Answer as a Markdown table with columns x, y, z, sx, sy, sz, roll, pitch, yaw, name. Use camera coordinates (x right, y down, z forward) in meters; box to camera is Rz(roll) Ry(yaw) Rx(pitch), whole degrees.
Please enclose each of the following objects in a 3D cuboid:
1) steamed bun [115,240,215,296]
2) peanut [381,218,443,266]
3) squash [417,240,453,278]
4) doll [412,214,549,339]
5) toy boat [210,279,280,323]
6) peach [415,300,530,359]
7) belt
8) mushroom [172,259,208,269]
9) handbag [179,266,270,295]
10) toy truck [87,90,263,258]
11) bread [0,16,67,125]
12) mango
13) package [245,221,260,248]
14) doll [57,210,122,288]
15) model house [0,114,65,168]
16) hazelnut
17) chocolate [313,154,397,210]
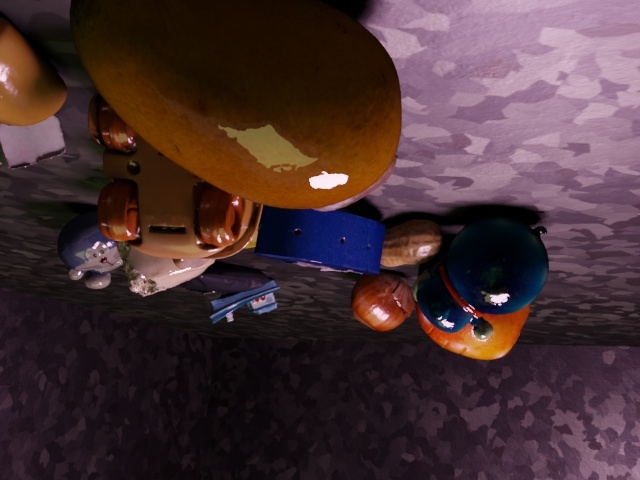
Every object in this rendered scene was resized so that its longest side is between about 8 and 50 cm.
| x | y | z | sx | sy | sz | roll | pitch | yaw | name |
| --- | --- | --- | --- | --- | --- | --- | --- | --- | --- |
| -0.337 | -0.011 | 1.598 | 0.200 | 0.225 | 0.170 | -20 | -178 | 33 | steamed bun |
| 0.186 | 0.010 | 1.729 | 0.108 | 0.095 | 0.226 | 13 | 165 | -27 | peanut |
| 0.317 | 0.087 | 1.813 | 0.193 | 0.193 | 0.155 | 7 | 138 | -5 | squash |
| 0.327 | 0.076 | 1.620 | 0.322 | 0.198 | 0.186 | -47 | 175 | 23 | doll |
| -0.236 | 0.198 | 2.474 | 0.238 | 0.098 | 0.109 | -19 | -175 | -29 | toy boat |
| 0.378 | 0.154 | 2.005 | 0.275 | 0.248 | 0.245 | 18 | 132 | 3 | peach |
| 0.000 | 0.000 | 1.621 | 0.213 | 0.117 | 0.347 | 5 | 176 | 29 | belt |
| -0.252 | -0.055 | 1.438 | 0.207 | 0.209 | 0.206 | -9 | -176 | 1 | mushroom |
| -0.313 | 0.117 | 2.392 | 0.254 | 0.088 | 0.211 | 7 | 170 | -40 | handbag |
| -0.191 | -0.097 | 1.126 | 0.205 | 0.287 | 0.211 | 2 | -169 | 9 | toy truck |
| -0.434 | -0.216 | 1.058 | 0.148 | 0.098 | 0.217 | -1 | 167 | 11 | bread |
| -0.088 | -0.170 | 0.866 | 0.378 | 0.221 | 0.264 | 25 | 162 | -26 | mango |
| -0.187 | -0.033 | 1.719 | 0.168 | 0.090 | 0.226 | -10 | 162 | 40 | package |
| -0.521 | 0.013 | 1.929 | 0.228 | 0.154 | 0.258 | -27 | 175 | -5 | doll |
| -0.481 | -0.175 | 1.299 | 0.101 | 0.087 | 0.100 | -22 | -152 | -30 | model house |
| 0.170 | 0.165 | 2.264 | 0.182 | 0.182 | 0.182 | 5 | 166 | 1 | hazelnut |
| 0.021 | -0.102 | 1.364 | 0.161 | 0.083 | 0.261 | 12 | 166 | -18 | chocolate |
